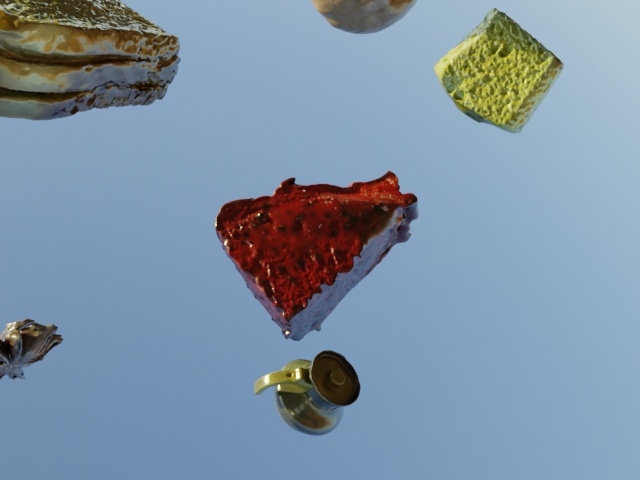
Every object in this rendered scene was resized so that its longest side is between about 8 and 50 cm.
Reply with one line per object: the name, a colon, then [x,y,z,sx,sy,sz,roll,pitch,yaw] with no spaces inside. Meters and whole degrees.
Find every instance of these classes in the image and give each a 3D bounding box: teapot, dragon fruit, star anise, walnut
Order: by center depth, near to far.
teapot: [-0.021,0.238,1.338,0.165,0.119,0.130,18,-133,-32]
star anise: [-0.525,0.191,1.387,0.195,0.182,0.065,-17,-111,-50]
dragon fruit: [-0.007,-0.007,1.507,0.228,0.329,0.286,45,171,15]
walnut: [0.098,-0.634,1.961,0.285,0.285,0.296,-39,-66,-55]

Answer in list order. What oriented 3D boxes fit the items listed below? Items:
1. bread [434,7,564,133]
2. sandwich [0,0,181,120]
bread: [0.209,-0.196,0.987,0.129,0.114,0.111,40,-160,3]
sandwich: [-0.312,-0.233,0.852,0.288,0.100,0.254,36,-153,18]
